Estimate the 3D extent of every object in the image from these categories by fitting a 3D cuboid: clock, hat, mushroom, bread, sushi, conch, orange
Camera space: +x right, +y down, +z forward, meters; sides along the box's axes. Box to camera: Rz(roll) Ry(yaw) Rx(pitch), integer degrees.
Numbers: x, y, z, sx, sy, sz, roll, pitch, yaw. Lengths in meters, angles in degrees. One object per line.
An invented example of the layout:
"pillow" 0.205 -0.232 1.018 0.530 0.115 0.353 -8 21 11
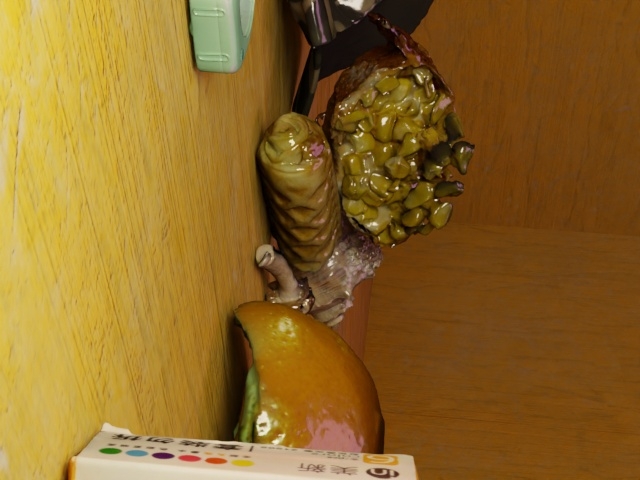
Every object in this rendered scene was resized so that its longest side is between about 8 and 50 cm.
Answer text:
"clock" -0.080 -0.212 1.098 0.101 0.041 0.135 88 7 -46
"hat" 0.023 -0.337 1.646 0.366 0.257 0.382 -41 -173 -33
"mushroom" -0.053 0.048 1.596 0.187 0.061 0.060 58 22 -62
"bread" -0.023 -0.058 1.558 0.269 0.087 0.098 82 29 -64
"sushi" 0.087 -0.125 1.594 0.179 0.167 0.296 -103 -151 -64
"conch" 0.000 0.000 1.814 0.178 0.163 0.245 12 -62 63
"orange" -0.029 0.210 1.411 0.334 0.196 0.262 72 9 -58

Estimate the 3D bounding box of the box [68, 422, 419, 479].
"box" -0.054 0.265 0.823 0.091 0.221 0.273 -56 152 -87
